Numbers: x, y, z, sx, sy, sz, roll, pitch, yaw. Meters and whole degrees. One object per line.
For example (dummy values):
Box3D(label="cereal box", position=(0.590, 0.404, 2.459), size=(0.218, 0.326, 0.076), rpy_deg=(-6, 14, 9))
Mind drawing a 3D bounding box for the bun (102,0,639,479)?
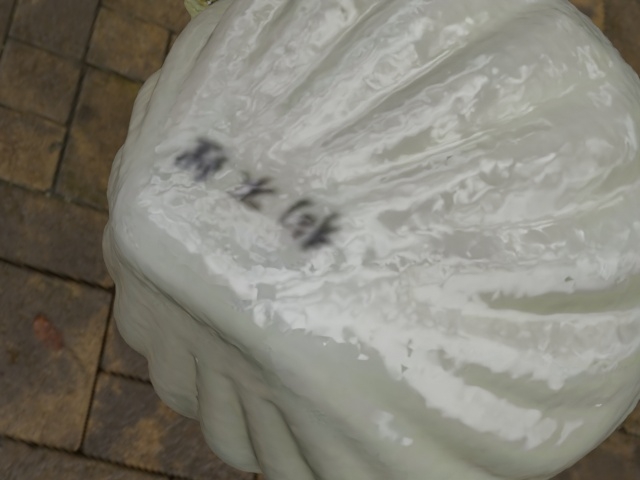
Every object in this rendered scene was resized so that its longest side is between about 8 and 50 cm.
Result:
Box3D(label="bun", position=(0.000, 0.000, 0.471), size=(0.175, 0.263, 0.263), rpy_deg=(-8, 65, -59))

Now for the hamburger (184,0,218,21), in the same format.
Box3D(label="hamburger", position=(0.026, -0.161, 0.782), size=(0.135, 0.208, 0.155), rpy_deg=(64, 37, -42))
